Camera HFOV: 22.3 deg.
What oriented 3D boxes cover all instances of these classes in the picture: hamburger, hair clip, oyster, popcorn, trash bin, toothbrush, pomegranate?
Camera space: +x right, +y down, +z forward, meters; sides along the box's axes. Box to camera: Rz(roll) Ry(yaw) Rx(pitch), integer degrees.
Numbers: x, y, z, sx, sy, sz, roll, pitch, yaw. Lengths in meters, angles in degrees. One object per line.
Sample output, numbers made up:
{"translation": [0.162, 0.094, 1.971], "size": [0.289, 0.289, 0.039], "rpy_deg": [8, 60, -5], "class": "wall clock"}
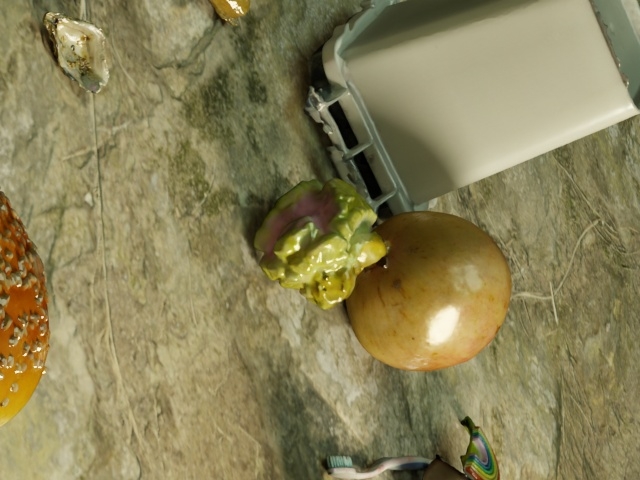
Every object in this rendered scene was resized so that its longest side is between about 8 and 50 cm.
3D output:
{"translation": [-0.282, 0.041, 1.181], "size": [0.237, 0.147, 0.237], "rpy_deg": [41, 41, -49], "class": "hamburger"}
{"translation": [0.192, 0.255, 1.953], "size": [0.060, 0.033, 0.188], "rpy_deg": [57, 11, -12], "class": "hair clip"}
{"translation": [-0.229, -0.181, 1.523], "size": [0.051, 0.034, 0.093], "rpy_deg": [-46, 127, -41], "class": "oyster"}
{"translation": [0.000, 0.000, 1.732], "size": [0.126, 0.125, 0.145], "rpy_deg": [51, 14, -15], "class": "popcorn"}
{"translation": [0.192, -0.190, 1.916], "size": [0.256, 0.367, 0.296], "rpy_deg": [65, 30, -15], "class": "trash bin"}
{"translation": [0.078, 0.255, 1.829], "size": [0.269, 0.021, 0.027], "rpy_deg": [13, 68, -58], "class": "toothbrush"}
{"translation": [0.120, 0.058, 1.843], "size": [0.191, 0.191, 0.191], "rpy_deg": [37, 44, -47], "class": "pomegranate"}

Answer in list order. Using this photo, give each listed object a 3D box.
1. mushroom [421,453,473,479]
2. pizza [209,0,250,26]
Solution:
{"translation": [0.163, 0.332, 1.843], "size": [0.117, 0.141, 0.188], "rpy_deg": [-51, 127, -17], "class": "mushroom"}
{"translation": [-0.091, -0.337, 1.813], "size": [0.154, 0.069, 0.194], "rpy_deg": [60, 32, -20], "class": "pizza"}
